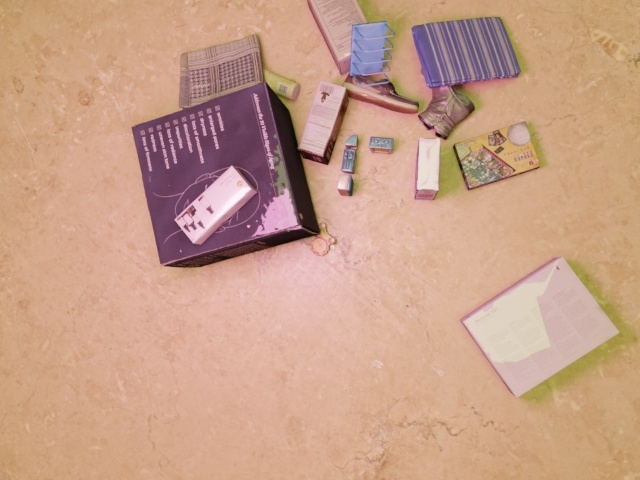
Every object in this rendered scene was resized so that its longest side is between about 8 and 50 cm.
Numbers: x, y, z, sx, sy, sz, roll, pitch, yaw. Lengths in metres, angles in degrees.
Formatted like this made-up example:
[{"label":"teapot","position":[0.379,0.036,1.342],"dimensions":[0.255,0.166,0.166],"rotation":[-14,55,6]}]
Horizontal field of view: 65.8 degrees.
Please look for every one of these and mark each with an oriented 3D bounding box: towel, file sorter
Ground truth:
[{"label":"towel","position":[0.487,-0.634,1.665],"dimensions":[0.336,0.040,0.243],"rotation":[-10,75,-11]},{"label":"file sorter","position":[0.170,-0.608,1.621],"dimensions":[0.118,0.170,0.104],"rotation":[-11,48,-11]},{"label":"towel","position":[-0.364,-0.587,1.786],"dimensions":[0.324,0.056,0.312],"rotation":[-11,71,10]}]

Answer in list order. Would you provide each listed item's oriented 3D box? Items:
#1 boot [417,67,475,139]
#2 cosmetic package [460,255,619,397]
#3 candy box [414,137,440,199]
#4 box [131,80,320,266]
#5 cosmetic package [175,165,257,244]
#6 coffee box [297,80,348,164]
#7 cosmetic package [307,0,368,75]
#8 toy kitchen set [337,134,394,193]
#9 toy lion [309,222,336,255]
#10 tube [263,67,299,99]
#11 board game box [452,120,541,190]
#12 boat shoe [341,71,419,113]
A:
[{"label":"boot","position":[0.392,-0.476,1.697],"dimensions":[0.161,0.083,0.246],"rotation":[-42,80,9]},{"label":"cosmetic package","position":[0.689,0.272,1.581],"dimensions":[0.377,0.097,0.284],"rotation":[-34,83,4]},{"label":"candy box","position":[0.348,-0.228,1.620],"dimensions":[0.070,0.196,0.165],"rotation":[2,85,9]},{"label":"box","position":[-0.304,-0.196,1.653],"dimensions":[0.471,0.297,0.480],"rotation":[-15,83,12]},{"label":"cosmetic package","position":[-0.311,-0.103,1.472],"dimensions":[0.239,0.060,0.099],"rotation":[-42,81,6]},{"label":"coffee box","position":[0.012,-0.402,1.712],"dimensions":[0.098,0.141,0.247],"rotation":[18,89,9]},{"label":"cosmetic package","position":[0.074,-0.759,1.738],"dimensions":[0.153,0.129,0.296],"rotation":[-23,82,3]},{"label":"toy kitchen set","position":[0.155,-0.256,1.687],"dimensions":[0.166,0.122,0.207],"rotation":[7,87,9]},{"label":"toy lion","position":[0.000,0.000,1.737],"dimensions":[0.096,0.034,0.100],"rotation":[-34,81,12]},{"label":"tube","position":[-0.191,-0.582,1.801],"dimensions":[0.240,0.062,0.070],"rotation":[25,46,14]},{"label":"board game box","position":[0.591,-0.284,1.668],"dimensions":[0.243,0.042,0.165],"rotation":[-17,83,6]},{"label":"boat shoe","position":[0.212,-0.516,1.713],"dimensions":[0.285,0.103,0.092],"rotation":[21,93,15]}]
